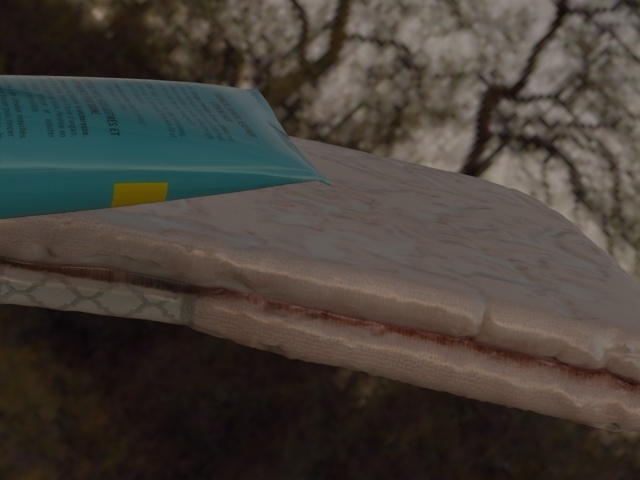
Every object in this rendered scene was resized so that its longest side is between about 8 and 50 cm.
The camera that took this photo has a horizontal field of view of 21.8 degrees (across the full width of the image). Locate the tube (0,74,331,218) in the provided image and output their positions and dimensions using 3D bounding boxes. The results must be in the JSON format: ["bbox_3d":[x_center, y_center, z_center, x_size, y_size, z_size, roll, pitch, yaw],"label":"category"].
[{"bbox_3d":[-0.106,-0.029,0.504,0.080,0.207,0.052,-122,-147,-53],"label":"tube"}]

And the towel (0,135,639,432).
[{"bbox_3d":[0.000,0.000,0.801,0.317,0.053,0.332,12,12,-7],"label":"towel"}]
